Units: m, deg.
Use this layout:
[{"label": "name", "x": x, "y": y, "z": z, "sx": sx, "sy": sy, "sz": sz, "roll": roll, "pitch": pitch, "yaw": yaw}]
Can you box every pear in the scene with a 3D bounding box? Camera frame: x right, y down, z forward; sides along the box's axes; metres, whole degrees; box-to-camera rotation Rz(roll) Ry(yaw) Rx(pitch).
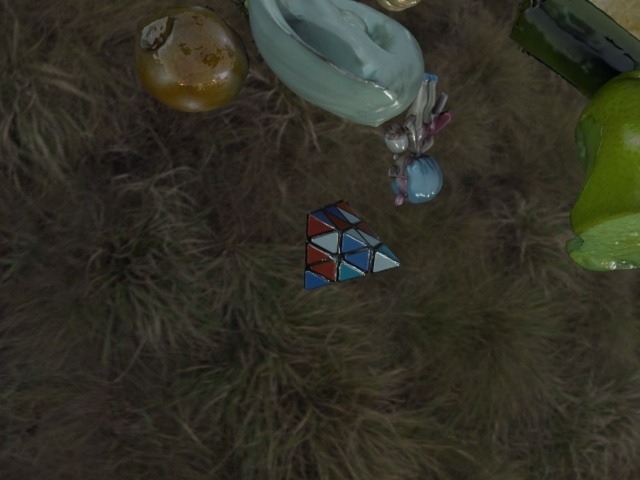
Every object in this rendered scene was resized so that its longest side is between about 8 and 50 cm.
[{"label": "pear", "x": 0.435, "y": -0.118, "z": 1.042, "sx": 0.176, "sy": 0.286, "sz": 0.282, "roll": 4, "pitch": 72, "yaw": 12}]

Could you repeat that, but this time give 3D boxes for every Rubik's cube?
[{"label": "Rubik's cube", "x": 0.000, "y": 0.000, "z": 1.931, "sx": 0.250, "sy": 0.284, "sz": 0.234, "roll": -39, "pitch": 143, "yaw": 8}]

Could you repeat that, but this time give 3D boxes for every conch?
[{"label": "conch", "x": 0.010, "y": -0.203, "z": 0.798, "sx": 0.221, "sy": 0.185, "sz": 0.121, "roll": 25, "pitch": 108, "yaw": -24}]

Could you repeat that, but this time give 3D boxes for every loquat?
[{"label": "loquat", "x": -0.221, "y": -0.310, "z": 1.308, "sx": 0.227, "sy": 0.179, "sz": 0.179, "roll": 22, "pitch": 65, "yaw": -65}]

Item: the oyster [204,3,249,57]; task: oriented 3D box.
[{"label": "oyster", "x": -0.250, "y": -0.493, "z": 1.818, "sx": 0.204, "sy": 0.396, "sz": 0.111, "roll": 25, "pitch": 106, "yaw": -9}]

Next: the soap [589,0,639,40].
[{"label": "soap", "x": 0.692, "y": -0.542, "z": 1.521, "sx": 0.293, "sy": 0.156, "sz": 0.335, "roll": 21, "pitch": 106, "yaw": 12}]

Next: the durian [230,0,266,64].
[{"label": "durian", "x": -0.064, "y": -0.419, "z": 1.615, "sx": 0.375, "sy": 0.106, "sz": 0.132, "roll": 33, "pitch": 97, "yaw": -43}]

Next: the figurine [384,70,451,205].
[{"label": "figurine", "x": 0.190, "y": -0.193, "z": 1.447, "sx": 0.205, "sy": 0.103, "sz": 0.260, "roll": -21, "pitch": 120, "yaw": -69}]

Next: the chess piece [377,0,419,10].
[{"label": "chess piece", "x": 0.237, "y": -0.630, "z": 1.774, "sx": 0.143, "sy": 0.261, "sz": 0.143, "roll": -4, "pitch": 99, "yaw": -27}]

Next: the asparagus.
[{"label": "asparagus", "x": 0.464, "y": -0.261, "z": 1.179, "sx": 0.382, "sy": 0.128, "sz": 0.108, "roll": 37, "pitch": 28, "yaw": -4}]
